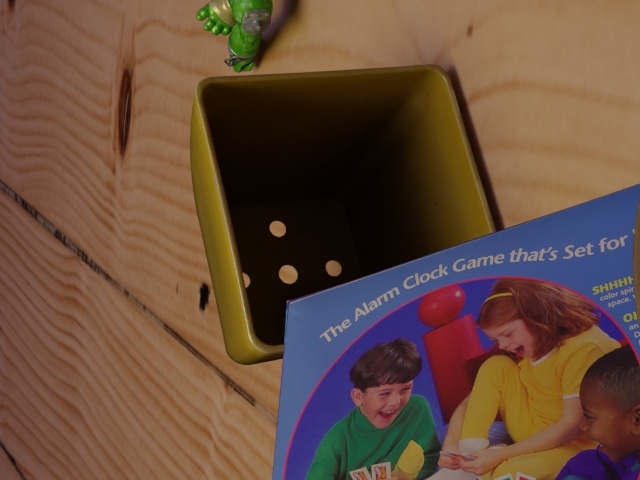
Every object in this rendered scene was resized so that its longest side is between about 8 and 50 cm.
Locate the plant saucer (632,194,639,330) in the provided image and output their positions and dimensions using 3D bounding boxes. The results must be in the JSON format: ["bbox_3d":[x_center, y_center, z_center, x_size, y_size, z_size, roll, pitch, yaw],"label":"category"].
[{"bbox_3d":[0.235,-0.009,0.326,0.278,0.041,0.277,-23,56,39],"label":"plant saucer"}]

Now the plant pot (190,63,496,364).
[{"bbox_3d":[0.000,0.000,0.836,0.187,0.212,0.212,131,129,-62],"label":"plant pot"}]

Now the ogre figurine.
[{"bbox_3d":[-0.078,-0.277,1.024,0.118,0.097,0.197,-166,91,-73],"label":"ogre figurine"}]

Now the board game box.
[{"bbox_3d":[0.142,0.088,0.466,0.347,0.078,0.233,-19,42,24],"label":"board game box"}]
